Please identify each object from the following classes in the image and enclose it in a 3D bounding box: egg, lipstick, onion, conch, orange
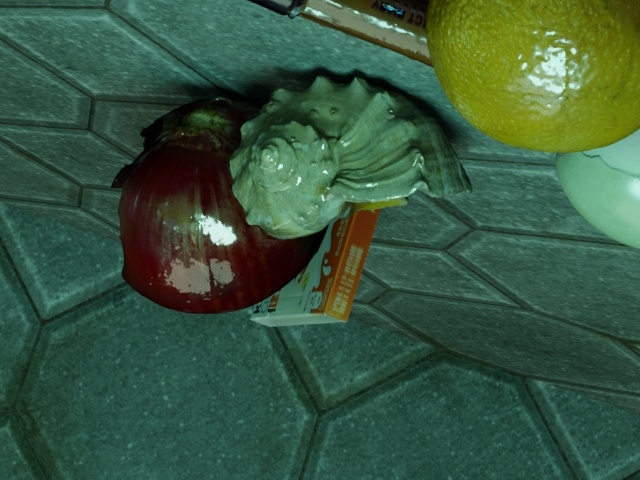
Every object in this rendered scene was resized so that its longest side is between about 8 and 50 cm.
[{"bbox_3d":[0.385,-0.080,1.916,0.217,0.183,0.183,11,169,-14],"label":"egg"},{"bbox_3d":[0.022,-0.271,1.834,0.418,0.077,0.077,19,167,-14],"label":"lipstick"},{"bbox_3d":[-0.137,-0.058,2.392,0.341,0.341,0.341,16,167,4],"label":"onion"},{"bbox_3d":[0.053,-0.121,2.176,0.297,0.210,0.352,5,-164,35],"label":"conch"},{"bbox_3d":[0.222,-0.202,1.529,0.264,0.264,0.264,16,167,4],"label":"orange"}]

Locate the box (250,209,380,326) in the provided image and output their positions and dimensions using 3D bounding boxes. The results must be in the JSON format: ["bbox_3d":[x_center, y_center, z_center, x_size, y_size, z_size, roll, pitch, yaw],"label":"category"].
[{"bbox_3d":[0.000,0.000,2.540,0.048,0.273,0.265,22,165,-24],"label":"box"}]
